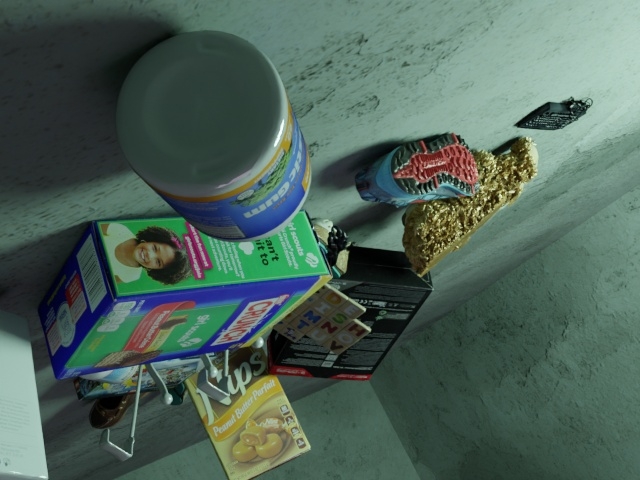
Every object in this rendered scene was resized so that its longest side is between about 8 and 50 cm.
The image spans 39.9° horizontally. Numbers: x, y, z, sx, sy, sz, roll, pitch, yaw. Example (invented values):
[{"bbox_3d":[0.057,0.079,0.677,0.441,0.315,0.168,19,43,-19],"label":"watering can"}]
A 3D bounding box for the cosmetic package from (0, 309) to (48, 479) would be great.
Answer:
[{"bbox_3d":[-0.461,0.221,1.049,0.224,0.224,0.138,-33,147,21],"label":"cosmetic package"}]

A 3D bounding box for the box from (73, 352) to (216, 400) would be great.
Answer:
[{"bbox_3d":[-0.344,0.253,1.737,0.233,0.044,0.159,2,149,-48],"label":"box"}]

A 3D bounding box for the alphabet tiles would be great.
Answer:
[{"bbox_3d":[-0.031,0.131,1.652,0.198,0.237,0.009,-43,-162,45],"label":"alphabet tiles"}]

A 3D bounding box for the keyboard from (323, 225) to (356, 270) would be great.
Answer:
[{"bbox_3d":[-0.056,0.018,1.415,0.202,0.033,0.317,4,161,-7],"label":"keyboard"}]

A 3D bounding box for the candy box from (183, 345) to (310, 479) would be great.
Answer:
[{"bbox_3d":[-0.172,0.346,1.884,0.183,0.316,0.087,-24,166,-13],"label":"candy box"}]

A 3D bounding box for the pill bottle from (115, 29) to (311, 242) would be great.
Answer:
[{"bbox_3d":[-0.089,-0.083,0.872,0.152,0.152,0.272,-28,166,0],"label":"pill bottle"}]

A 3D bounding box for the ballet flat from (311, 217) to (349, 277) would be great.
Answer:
[{"bbox_3d":[0.000,0.000,1.504,0.073,0.067,0.206,12,163,19],"label":"ballet flat"}]

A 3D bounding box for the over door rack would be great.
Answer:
[{"bbox_3d":[-0.223,0.224,1.507,0.240,0.108,0.324,-34,-159,21],"label":"over door rack"}]

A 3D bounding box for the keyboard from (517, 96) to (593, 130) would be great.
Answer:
[{"bbox_3d":[0.439,-0.221,1.605,0.100,0.038,0.192,-38,164,33],"label":"keyboard"}]

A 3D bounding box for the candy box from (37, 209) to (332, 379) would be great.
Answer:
[{"bbox_3d":[-0.190,0.072,1.213,0.317,0.122,0.268,-7,156,-35],"label":"candy box"}]

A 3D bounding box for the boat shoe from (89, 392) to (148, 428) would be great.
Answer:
[{"bbox_3d":[-0.443,0.340,1.879,0.207,0.073,0.073,-45,157,30],"label":"boat shoe"}]

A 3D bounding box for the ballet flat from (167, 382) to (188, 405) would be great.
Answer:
[{"bbox_3d":[-0.341,0.367,2.189,0.052,0.057,0.168,-30,170,-33],"label":"ballet flat"}]

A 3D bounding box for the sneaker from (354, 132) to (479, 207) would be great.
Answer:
[{"bbox_3d":[0.153,-0.108,1.405,0.125,0.104,0.262,-17,172,40],"label":"sneaker"}]

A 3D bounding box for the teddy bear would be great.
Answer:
[{"bbox_3d":[0.275,-0.077,1.651,0.338,0.113,0.245,-40,165,-5],"label":"teddy bear"}]

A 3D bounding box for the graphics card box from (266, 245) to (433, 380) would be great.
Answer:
[{"bbox_3d":[0.047,0.154,1.772,0.233,0.094,0.371,7,142,-16],"label":"graphics card box"}]

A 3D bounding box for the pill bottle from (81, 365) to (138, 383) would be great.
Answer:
[{"bbox_3d":[-0.362,0.188,1.448,0.087,0.087,0.160,-28,166,-1],"label":"pill bottle"}]
